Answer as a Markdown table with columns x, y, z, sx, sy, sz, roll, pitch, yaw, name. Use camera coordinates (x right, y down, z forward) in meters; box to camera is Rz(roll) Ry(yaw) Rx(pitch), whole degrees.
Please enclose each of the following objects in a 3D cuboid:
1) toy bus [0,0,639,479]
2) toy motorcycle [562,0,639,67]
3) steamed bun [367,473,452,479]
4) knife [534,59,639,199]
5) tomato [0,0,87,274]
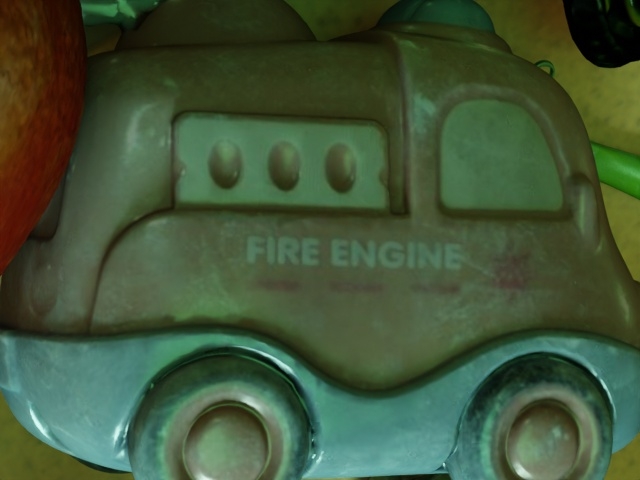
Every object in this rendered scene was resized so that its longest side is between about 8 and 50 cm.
| x | y | z | sx | sy | sz | roll | pitch | yaw | name |
| --- | --- | --- | --- | --- | --- | --- | --- | --- | --- |
| 0.000 | 0.000 | 0.780 | 0.294 | 0.197 | 0.231 | 1 | 91 | -19 | toy bus |
| 0.086 | -0.202 | 0.735 | 0.342 | 0.142 | 0.206 | 13 | 80 | -53 | toy motorcycle |
| 0.106 | 0.183 | 0.850 | 0.106 | 0.192 | 0.177 | -40 | 103 | 8 | steamed bun |
| 0.154 | -0.039 | 0.908 | 0.166 | 0.022 | 0.078 | 17 | 114 | -22 | knife |
| -0.185 | -0.036 | 0.664 | 0.170 | 0.309 | 0.309 | 35 | 88 | -45 | tomato |
